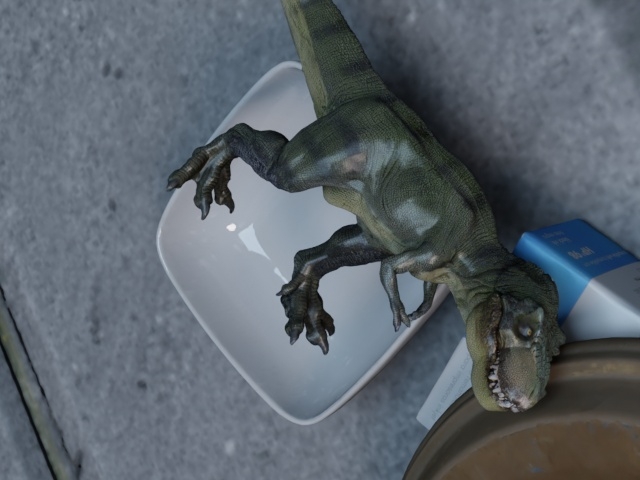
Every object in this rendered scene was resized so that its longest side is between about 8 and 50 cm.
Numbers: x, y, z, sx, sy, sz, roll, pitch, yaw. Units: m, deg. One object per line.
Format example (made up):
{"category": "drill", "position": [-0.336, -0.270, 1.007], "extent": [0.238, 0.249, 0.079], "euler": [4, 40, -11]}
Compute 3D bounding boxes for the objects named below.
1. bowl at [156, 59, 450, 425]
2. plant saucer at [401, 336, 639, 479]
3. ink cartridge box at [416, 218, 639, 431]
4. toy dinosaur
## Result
{"category": "bowl", "position": [0.000, 0.000, 0.650], "extent": [0.142, 0.053, 0.142], "euler": [49, 118, 19]}
{"category": "plant saucer", "position": [0.132, 0.175, 0.520], "extent": [0.278, 0.041, 0.278], "euler": [12, 111, 36]}
{"category": "ink cartridge box", "position": [0.142, 0.084, 0.559], "extent": [0.180, 0.060, 0.104], "euler": [37, 114, 24]}
{"category": "toy dinosaur", "position": [0.006, -0.026, 0.580], "extent": [0.118, 0.064, 0.268], "euler": [-41, 68, 26]}
